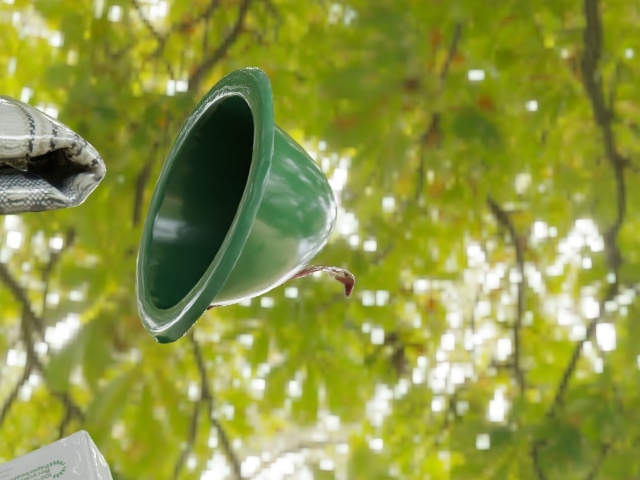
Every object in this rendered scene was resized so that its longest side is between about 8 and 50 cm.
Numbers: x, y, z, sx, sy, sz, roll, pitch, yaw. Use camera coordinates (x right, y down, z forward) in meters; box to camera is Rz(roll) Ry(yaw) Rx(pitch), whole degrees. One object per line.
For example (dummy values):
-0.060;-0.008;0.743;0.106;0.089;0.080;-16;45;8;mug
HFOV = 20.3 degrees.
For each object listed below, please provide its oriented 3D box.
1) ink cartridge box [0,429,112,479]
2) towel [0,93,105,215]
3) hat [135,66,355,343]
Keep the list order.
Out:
-0.207;0.318;1.279;0.176;0.371;0.069;-22;-46;1;ink cartridge box
-0.295;-0.056;0.751;0.324;0.056;0.312;-4;13;-28;towel
0.000;0.000;1.117;0.184;0.208;0.173;22;-63;-23;hat
